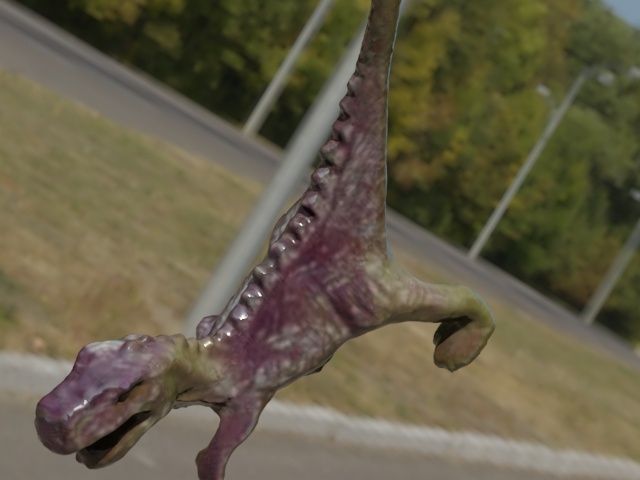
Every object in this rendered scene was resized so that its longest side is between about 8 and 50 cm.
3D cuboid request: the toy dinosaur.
[{"bbox_3d":[0.002,0.004,0.767,0.072,0.251,0.200,52,11,32],"label":"toy dinosaur"}]
